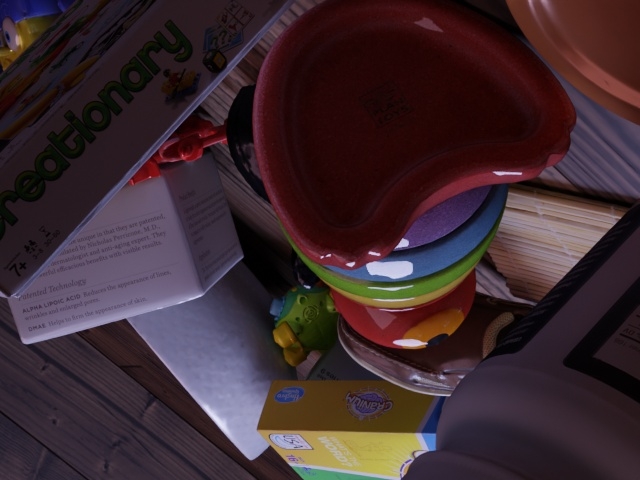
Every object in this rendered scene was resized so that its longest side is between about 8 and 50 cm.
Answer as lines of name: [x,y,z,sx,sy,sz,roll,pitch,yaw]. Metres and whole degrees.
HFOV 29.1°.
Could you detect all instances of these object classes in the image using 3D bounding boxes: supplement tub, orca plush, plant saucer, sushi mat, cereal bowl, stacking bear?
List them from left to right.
cereal bowl: [-0.139,0.085,1.437,0.339,0.141,0.339,47,171,10]
orca plush: [0.000,0.000,1.044,0.151,0.102,0.287,17,154,35]
stacking bear: [0.050,-0.019,0.821,0.164,0.175,0.289,59,171,25]
sushi mat: [0.222,0.026,0.840,0.316,0.019,0.151,17,154,48]
plant saucer: [0.160,-0.110,0.581,0.200,0.037,0.200,34,163,12]
supplement tub: [0.181,0.095,0.621,0.191,0.272,0.191,37,152,23]

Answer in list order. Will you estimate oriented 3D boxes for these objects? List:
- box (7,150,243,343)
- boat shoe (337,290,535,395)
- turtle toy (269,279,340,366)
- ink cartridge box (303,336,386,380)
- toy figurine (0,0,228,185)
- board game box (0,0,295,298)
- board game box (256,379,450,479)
box: [-0.187,0.001,1.161,0.181,0.182,0.119,-50,-56,-77]
boat shoe: [0.135,0.078,0.978,0.257,0.095,0.095,11,161,13]
turtle toy: [-0.012,0.086,1.349,0.066,0.095,0.130,53,171,30]
ink cartridge box: [0.055,0.206,1.501,0.154,0.093,0.212,34,164,7]
toy figurine: [-0.230,-0.164,1.126,0.362,0.191,0.217,3,113,58]
board game box: [-0.107,-0.103,0.672,0.053,0.305,0.193,48,159,-23]
board game box: [0.126,0.234,1.291,0.316,0.064,0.242,-5,140,33]
